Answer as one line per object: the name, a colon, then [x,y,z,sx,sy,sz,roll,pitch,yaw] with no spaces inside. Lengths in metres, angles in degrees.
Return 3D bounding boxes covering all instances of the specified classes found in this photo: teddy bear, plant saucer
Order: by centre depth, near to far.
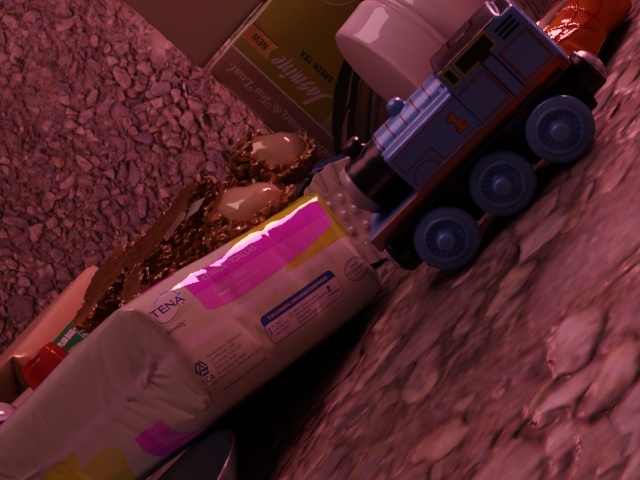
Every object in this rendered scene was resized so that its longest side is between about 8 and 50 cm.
plant saucer: [-0.108,0.206,0.755,0.195,0.037,0.195,-46,8,9]
teddy bear: [-0.119,0.013,1.239,0.338,0.113,0.245,-44,21,21]

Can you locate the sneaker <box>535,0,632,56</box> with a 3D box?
sneaker: [0.171,-0.129,0.843,0.175,0.067,0.064,-36,-18,-31]

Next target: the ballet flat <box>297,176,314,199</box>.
ballet flat: [0.000,0.000,1.128,0.084,0.058,0.250,-49,12,20]

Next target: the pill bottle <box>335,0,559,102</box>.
pill bottle: [0.154,-0.242,1.058,0.283,0.160,0.160,-48,8,-5]

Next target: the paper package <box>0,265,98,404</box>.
paper package: [-0.394,0.232,1.639,0.309,0.168,0.325,-45,8,20]

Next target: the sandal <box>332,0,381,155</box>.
sandal: [0.074,-0.181,1.177,0.120,0.086,0.302,-123,44,-72]

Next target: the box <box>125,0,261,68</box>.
box: [-0.092,-0.330,1.310,0.232,0.127,0.148,-43,12,26]

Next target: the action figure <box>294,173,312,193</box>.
action figure: [-0.071,-0.057,1.574,0.185,0.099,0.285,-47,10,-30]

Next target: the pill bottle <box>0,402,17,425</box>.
pill bottle: [-0.275,0.221,1.056,0.112,0.112,0.187,-49,34,-4]

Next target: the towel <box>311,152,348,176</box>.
towel: [0.050,-0.075,1.104,0.119,0.029,0.067,-18,14,10]

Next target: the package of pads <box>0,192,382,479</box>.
package of pads: [-0.112,0.101,0.883,0.296,0.101,0.229,-41,-5,40]

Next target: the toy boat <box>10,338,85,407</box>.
toy boat: [-0.263,0.207,1.261,0.267,0.148,0.318,-46,-1,-27]

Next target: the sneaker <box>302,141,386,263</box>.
sneaker: [0.076,-0.059,0.940,0.235,0.090,0.095,-36,1,41]

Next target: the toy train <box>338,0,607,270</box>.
toy train: [0.092,-0.064,0.750,0.184,0.105,0.080,-45,9,17]

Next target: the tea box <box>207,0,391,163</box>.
tea box: [0.068,-0.265,1.388,0.323,0.220,0.329,-47,9,14]
